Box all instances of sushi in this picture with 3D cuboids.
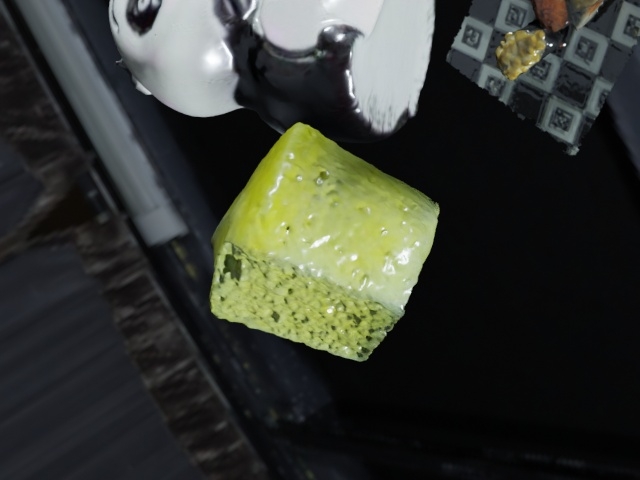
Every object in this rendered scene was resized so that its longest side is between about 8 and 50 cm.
[{"bbox_3d":[0.174,-0.171,1.029,0.139,0.031,0.201,37,-50,18],"label":"sushi"}]

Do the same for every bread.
[{"bbox_3d":[0.000,0.000,0.791,0.114,0.111,0.129,26,-26,-3],"label":"bread"}]

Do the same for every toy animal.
[{"bbox_3d":[-0.061,-0.221,1.373,0.309,0.251,0.251,16,-43,24],"label":"toy animal"}]
